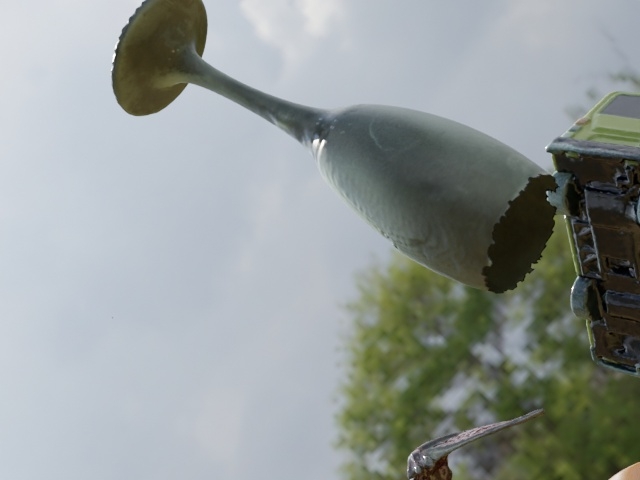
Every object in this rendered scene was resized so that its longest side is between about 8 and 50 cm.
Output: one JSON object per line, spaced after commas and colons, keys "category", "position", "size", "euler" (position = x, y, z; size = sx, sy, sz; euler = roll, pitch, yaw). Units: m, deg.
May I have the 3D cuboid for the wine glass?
{"category": "wine glass", "position": [0.000, 0.000, 1.250], "size": [0.096, 0.309, 0.264], "euler": [-35, -37, -42]}

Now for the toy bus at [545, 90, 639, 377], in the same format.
{"category": "toy bus", "position": [0.322, -0.004, 1.775], "size": [0.150, 0.128, 0.262], "euler": [-42, -51, -37]}

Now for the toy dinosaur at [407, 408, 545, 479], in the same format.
{"category": "toy dinosaur", "position": [0.034, 0.139, 0.887], "size": [0.108, 0.032, 0.220], "euler": [-3, -34, -50]}

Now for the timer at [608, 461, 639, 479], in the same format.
{"category": "timer", "position": [0.204, 0.135, 0.993], "size": [0.132, 0.132, 0.152], "euler": [117, 167, -44]}
